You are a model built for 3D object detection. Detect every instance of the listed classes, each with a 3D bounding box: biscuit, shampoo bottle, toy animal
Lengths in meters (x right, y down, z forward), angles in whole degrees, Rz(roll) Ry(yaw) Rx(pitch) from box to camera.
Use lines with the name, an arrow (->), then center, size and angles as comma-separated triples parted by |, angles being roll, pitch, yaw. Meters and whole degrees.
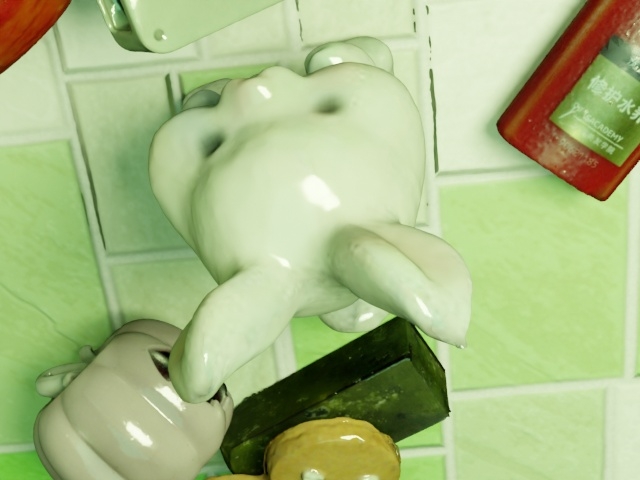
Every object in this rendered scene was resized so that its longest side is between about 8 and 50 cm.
biscuit -> -0.020, 0.278, 0.945 | 0.216, 0.047, 0.339 | 12, 135, -16
shampoo bottle -> 0.275, -0.180, 0.775 | 0.118, 0.076, 0.314 | 34, 112, -5
toy animal -> -0.004, -0.010, 0.712 | 0.196, 0.367, 0.241 | -21, 102, 7

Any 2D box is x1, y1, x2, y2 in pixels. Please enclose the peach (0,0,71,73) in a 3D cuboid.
peach -> -0.294, -0.232, 0.673 | 0.281, 0.238, 0.280 | 1, 95, 6

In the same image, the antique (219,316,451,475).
antique -> 0.008, 0.165, 0.942 | 0.221, 0.081, 0.080 | -30, 111, 15

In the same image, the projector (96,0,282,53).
projector -> -0.059, -0.288, 0.656 | 0.259, 0.079, 0.257 | -32, 118, -28

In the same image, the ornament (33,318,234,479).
ornament -> -0.174, 0.154, 0.889 | 0.178, 0.177, 0.177 | 0, 115, 1
